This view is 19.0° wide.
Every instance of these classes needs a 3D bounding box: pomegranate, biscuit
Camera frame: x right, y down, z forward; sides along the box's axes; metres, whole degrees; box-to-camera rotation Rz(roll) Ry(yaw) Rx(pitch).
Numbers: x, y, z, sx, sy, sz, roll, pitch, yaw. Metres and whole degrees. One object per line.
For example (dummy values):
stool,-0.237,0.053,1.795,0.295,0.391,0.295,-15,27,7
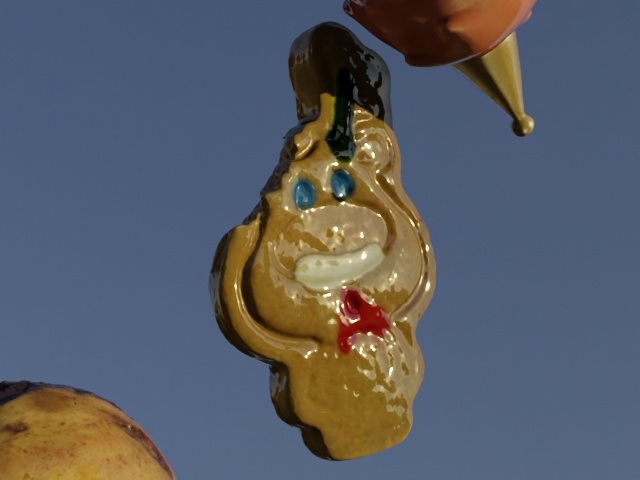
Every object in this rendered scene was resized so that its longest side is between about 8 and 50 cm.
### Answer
pomegranate,-0.248,0.282,1.669,0.322,0.322,0.322,4,-31,2
biscuit,0.008,-0.002,1.393,0.183,0.320,0.047,17,-18,-34

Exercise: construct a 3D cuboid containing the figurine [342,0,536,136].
figurine,0.060,-0.233,1.344,0.207,0.166,0.387,-38,-64,13
